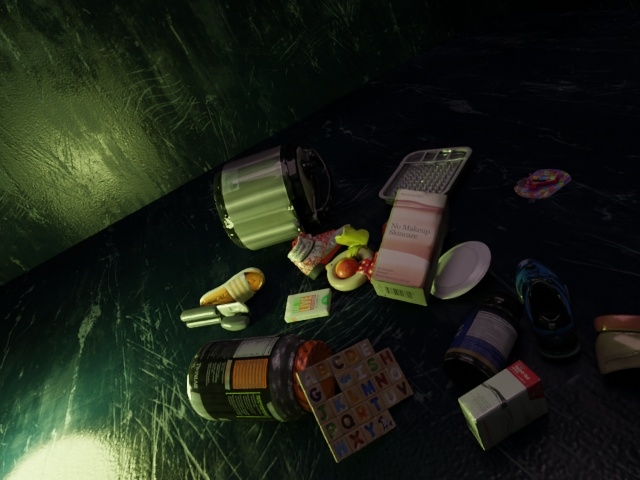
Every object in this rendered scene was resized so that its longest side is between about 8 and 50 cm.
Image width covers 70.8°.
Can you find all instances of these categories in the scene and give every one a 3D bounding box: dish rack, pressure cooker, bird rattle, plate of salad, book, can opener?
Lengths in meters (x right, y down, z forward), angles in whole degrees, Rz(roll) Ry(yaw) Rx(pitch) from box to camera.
[{"bbox_3d":[0.407,-0.236,1.723,0.285,0.072,0.333,4,42,39],"label":"dish rack"},{"bbox_3d":[-0.152,-0.173,1.744,0.420,0.370,0.375,-17,11,12],"label":"pressure cooker"},{"bbox_3d":[0.122,0.086,1.450,0.207,0.143,0.253,-37,43,5],"label":"bird rattle"},{"bbox_3d":[0.389,0.086,1.259,0.200,0.048,0.200,-38,25,21],"label":"plate of salad"},{"bbox_3d":[-0.038,0.209,1.432,0.144,0.035,0.096,-14,37,18],"label":"book"},{"bbox_3d":[-0.365,0.263,1.551,0.280,0.074,0.093,-10,35,27],"label":"can opener"}]

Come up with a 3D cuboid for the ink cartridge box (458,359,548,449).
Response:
[{"bbox_3d":[0.356,0.322,0.880,0.150,0.109,0.063,-29,32,-5],"label":"ink cartridge box"}]

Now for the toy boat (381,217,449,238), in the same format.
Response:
[{"bbox_3d":[0.299,-0.062,1.463,0.231,0.151,0.151,10,46,45],"label":"toy boat"}]

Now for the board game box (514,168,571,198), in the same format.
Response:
[{"bbox_3d":[0.720,-0.198,1.466,0.168,0.033,0.133,-34,31,-12],"label":"board game box"}]

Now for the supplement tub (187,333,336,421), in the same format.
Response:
[{"bbox_3d":[-0.144,0.344,1.131,0.338,0.207,0.207,-10,35,26],"label":"supplement tub"}]

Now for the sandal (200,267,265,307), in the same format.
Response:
[{"bbox_3d":[-0.310,0.196,1.598,0.265,0.102,0.076,-31,31,10],"label":"sandal"}]

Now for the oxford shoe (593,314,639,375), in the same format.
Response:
[{"bbox_3d":[0.695,0.220,0.812,0.348,0.123,0.130,0,66,35],"label":"oxford shoe"}]

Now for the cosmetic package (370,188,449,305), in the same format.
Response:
[{"bbox_3d":[0.260,0.015,1.279,0.153,0.129,0.296,9,64,22],"label":"cosmetic package"}]

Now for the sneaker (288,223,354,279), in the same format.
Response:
[{"bbox_3d":[0.000,0.000,1.590,0.270,0.145,0.090,-50,-3,-31],"label":"sneaker"}]

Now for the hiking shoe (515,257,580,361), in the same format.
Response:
[{"bbox_3d":[0.519,0.123,1.036,0.113,0.132,0.304,-16,32,17],"label":"hiking shoe"}]

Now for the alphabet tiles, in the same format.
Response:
[{"bbox_3d":[0.090,0.339,1.006,0.237,0.198,0.009,-19,-19,-27],"label":"alphabet tiles"}]

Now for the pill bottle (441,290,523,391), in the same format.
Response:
[{"bbox_3d":[0.371,0.221,1.010,0.122,0.123,0.219,7,43,43],"label":"pill bottle"}]
